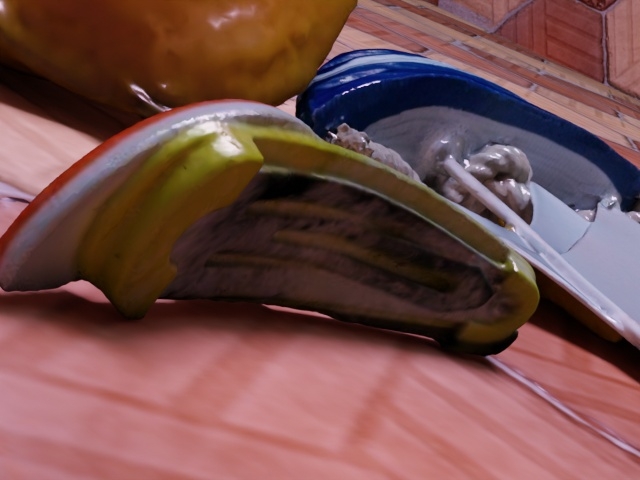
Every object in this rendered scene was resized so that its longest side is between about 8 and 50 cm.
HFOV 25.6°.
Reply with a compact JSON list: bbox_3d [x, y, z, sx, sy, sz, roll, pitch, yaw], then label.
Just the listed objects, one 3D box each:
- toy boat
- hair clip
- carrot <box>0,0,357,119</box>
[{"bbox_3d":[0.118,0.008,0.552,0.220,0.067,0.291,14,19,-40],"label":"toy boat"},{"bbox_3d":[0.000,0.000,0.377,0.188,0.060,0.033,16,31,-49],"label":"hair clip"},{"bbox_3d":[-0.119,-0.204,0.592,0.241,0.241,0.340,13,17,-39],"label":"carrot"}]
